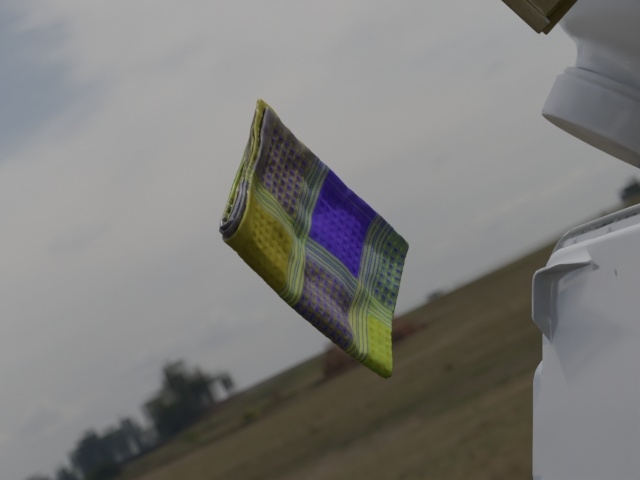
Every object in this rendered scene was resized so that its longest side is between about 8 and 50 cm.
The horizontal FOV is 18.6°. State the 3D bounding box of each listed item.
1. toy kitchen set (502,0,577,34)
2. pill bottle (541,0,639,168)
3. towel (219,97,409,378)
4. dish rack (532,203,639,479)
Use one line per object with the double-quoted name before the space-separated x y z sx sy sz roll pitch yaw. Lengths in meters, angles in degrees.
"toy kitchen set" 0.058 -0.108 0.541 0.068 0.075 0.083 -48 2 10
"pill bottle" 0.210 -0.163 0.987 0.264 0.146 0.146 -64 -7 2
"towel" 0.000 0.000 0.617 0.009 0.083 0.060 -23 37 33
"dish rack" 0.206 0.098 1.120 0.072 0.285 0.333 5 -11 -20
